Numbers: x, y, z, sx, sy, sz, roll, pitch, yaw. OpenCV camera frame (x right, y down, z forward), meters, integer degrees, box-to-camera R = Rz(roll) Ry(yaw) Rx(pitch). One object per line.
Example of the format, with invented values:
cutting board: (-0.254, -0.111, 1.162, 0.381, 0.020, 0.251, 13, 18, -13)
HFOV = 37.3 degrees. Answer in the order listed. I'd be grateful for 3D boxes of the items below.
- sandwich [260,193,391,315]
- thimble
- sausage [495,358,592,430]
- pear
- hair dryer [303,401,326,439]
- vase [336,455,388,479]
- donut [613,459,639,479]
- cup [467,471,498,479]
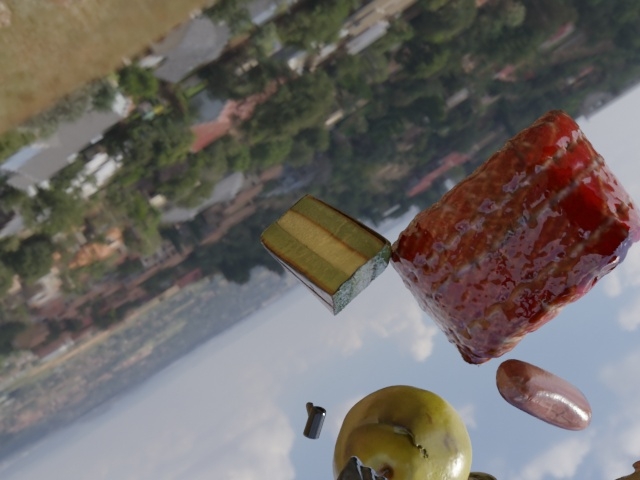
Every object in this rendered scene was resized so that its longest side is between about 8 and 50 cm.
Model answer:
sandwich: (0.000, 0.000, 1.343, 0.117, 0.187, 0.144, -42, 161, -12)
thimble: (0.276, -0.002, 1.376, 0.350, 0.230, 0.350, -39, 175, -4)
sausage: (0.334, 0.231, 1.412, 0.077, 0.194, 0.077, -35, -138, 38)
pear: (0.158, 0.423, 1.888, 0.285, 0.285, 0.336, -32, 179, -5)
hair dryer: (-0.011, 0.270, 1.468, 0.083, 0.026, 0.047, -109, -144, -74)
vase: (0.118, 0.251, 0.743, 0.115, 0.237, 0.115, 19, 90, -76)
donut: (0.409, 0.281, 0.930, 0.382, 0.142, 0.382, -13, 153, -7)
cup: (0.347, 0.643, 2.056, 0.185, 0.226, 0.241, -27, -164, -33)
